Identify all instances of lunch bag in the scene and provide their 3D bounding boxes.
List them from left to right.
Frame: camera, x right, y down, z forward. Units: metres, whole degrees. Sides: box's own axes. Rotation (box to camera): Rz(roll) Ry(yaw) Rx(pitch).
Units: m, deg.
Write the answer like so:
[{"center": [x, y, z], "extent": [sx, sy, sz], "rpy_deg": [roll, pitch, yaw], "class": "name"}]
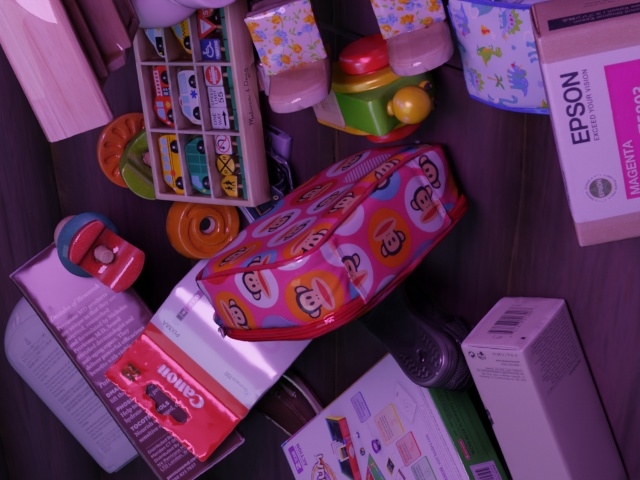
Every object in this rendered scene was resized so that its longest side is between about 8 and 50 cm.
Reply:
[{"center": [0.000, 0.000, 1.755], "extent": [0.258, 0.293, 0.120], "rpy_deg": [-8, 116, 50], "class": "lunch bag"}, {"center": [0.209, -0.201, 1.552], "extent": [0.151, 0.096, 0.129], "rpy_deg": [2, 124, 28], "class": "lunch bag"}]

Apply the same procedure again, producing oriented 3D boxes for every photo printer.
[{"center": [-0.356, 0.199, 2.391], "extent": [0.307, 0.107, 0.256], "rpy_deg": [48, 141, -1], "class": "photo printer"}]

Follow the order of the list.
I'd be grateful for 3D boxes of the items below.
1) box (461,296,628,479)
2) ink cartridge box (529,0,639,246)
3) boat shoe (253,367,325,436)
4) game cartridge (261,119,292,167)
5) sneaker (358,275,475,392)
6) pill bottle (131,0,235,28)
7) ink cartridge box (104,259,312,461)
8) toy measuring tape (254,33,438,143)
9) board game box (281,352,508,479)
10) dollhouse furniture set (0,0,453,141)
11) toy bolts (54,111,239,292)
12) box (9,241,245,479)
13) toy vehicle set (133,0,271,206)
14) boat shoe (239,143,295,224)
[{"center": [0.271, 0.208, 1.832], "extent": [0.094, 0.113, 0.275], "rpy_deg": [1, 122, 42], "class": "box"}, {"center": [0.317, -0.125, 1.460], "extent": [0.193, 0.088, 0.235], "rpy_deg": [-12, 120, 10], "class": "ink cartridge box"}, {"center": [-0.101, 0.208, 2.177], "extent": [0.257, 0.095, 0.095], "rpy_deg": [45, 141, 2], "class": "boat shoe"}, {"center": [-0.074, -0.126, 1.934], "extent": [0.083, 0.017, 0.056], "rpy_deg": [29, 142, 21], "class": "game cartridge"}, {"center": [0.126, 0.106, 1.881], "extent": [0.087, 0.130, 0.227], "rpy_deg": [-52, 46, 14], "class": "sneaker"}, {"center": [-0.241, -0.338, 1.768], "extent": [0.334, 0.188, 0.188], "rpy_deg": [6, 126, 38], "class": "pill bottle"}, {"center": [-0.146, 0.149, 2.067], "extent": [0.189, 0.232, 0.066], "rpy_deg": [40, 162, 7], "class": "ink cartridge box"}, {"center": [0.039, -0.183, 1.744], "extent": [0.330, 0.121, 0.121], "rpy_deg": [26, 142, 58], "class": "toy measuring tape"}, {"center": [0.092, 0.300, 1.993], "extent": [0.316, 0.064, 0.242], "rpy_deg": [-45, 61, 43], "class": "board game box"}, {"center": [-0.101, -0.279, 1.479], "extent": [0.394, 0.256, 0.362], "rpy_deg": [-17, 116, 10], "class": "dollhouse furniture set"}, {"center": [-0.249, -0.035, 2.042], "extent": [0.218, 0.228, 0.158], "rpy_deg": [45, 170, -29], "class": "toy bolts"}, {"center": [-0.273, 0.166, 2.184], "extent": [0.381, 0.143, 0.191], "rpy_deg": [55, 174, 0], "class": "box"}, {"center": [-0.149, -0.177, 1.874], "extent": [0.166, 0.035, 0.267], "rpy_deg": [4, 108, 38], "class": "toy vehicle set"}, {"center": [-0.052, -0.043, 1.930], "extent": [0.183, 0.065, 0.083], "rpy_deg": [48, 147, -14], "class": "boat shoe"}]
